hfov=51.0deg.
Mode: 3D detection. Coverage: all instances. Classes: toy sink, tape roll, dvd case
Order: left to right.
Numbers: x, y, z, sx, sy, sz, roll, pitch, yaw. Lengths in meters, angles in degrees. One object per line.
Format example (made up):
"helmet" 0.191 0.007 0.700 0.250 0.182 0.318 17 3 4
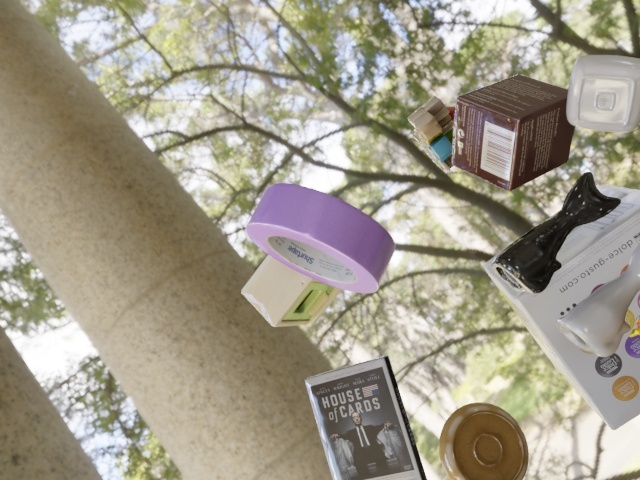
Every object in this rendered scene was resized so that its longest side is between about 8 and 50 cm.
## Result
"toy sink" -0.043 0.107 1.573 0.152 0.131 0.234 -52 -24 13
"tape roll" 0.000 0.000 1.276 0.274 0.275 0.090 86 -152 -71
"dvd case" 0.082 0.354 1.264 0.179 0.238 0.030 -21 -9 25

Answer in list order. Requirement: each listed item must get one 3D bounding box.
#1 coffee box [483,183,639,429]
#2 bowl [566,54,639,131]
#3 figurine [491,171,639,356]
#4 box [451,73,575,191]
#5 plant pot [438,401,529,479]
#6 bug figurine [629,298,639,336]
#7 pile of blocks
"coffee box" 0.600 0.117 1.405 0.338 0.334 0.338 -36 5 7
"bowl" 0.529 -0.265 1.238 0.053 0.142 0.141 -49 -36 -50
"figurine" 0.410 0.033 1.011 0.209 0.215 0.092 -45 -12 -2
"box" 0.414 -0.235 1.437 0.203 0.167 0.168 -25 -51 -29
"plant pot" 0.410 0.518 1.655 0.236 0.236 0.032 -35 -9 -20
"bug figurine" 0.471 0.146 0.822 0.072 0.216 0.279 -43 -25 8
"pile of blocks" 0.311 -0.264 1.665 0.113 0.149 0.362 -40 -8 8
